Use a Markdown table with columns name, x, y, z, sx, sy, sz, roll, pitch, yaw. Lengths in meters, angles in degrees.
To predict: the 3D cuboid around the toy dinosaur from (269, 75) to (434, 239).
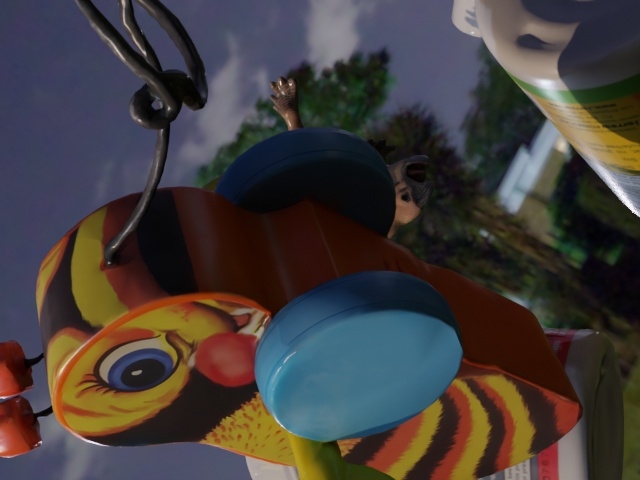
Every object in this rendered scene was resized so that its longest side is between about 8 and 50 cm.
| name | x | y | z | sx | sy | sz | roll | pitch | yaw |
| --- | --- | --- | --- | --- | --- | --- | --- | --- | --- |
| toy dinosaur | 0.000 | 0.000 | 1.036 | 0.295 | 0.127 | 0.200 | 105 | 171 | -48 |

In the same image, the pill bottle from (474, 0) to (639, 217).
| name | x | y | z | sx | sy | sz | roll | pitch | yaw |
| --- | --- | --- | --- | --- | --- | --- | --- | --- | --- |
| pill bottle | 0.199 | -0.084 | 0.645 | 0.246 | 0.136 | 0.136 | 37 | -98 | -44 |

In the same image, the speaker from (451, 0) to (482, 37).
| name | x | y | z | sx | sy | sz | roll | pitch | yaw |
| --- | --- | --- | --- | --- | --- | --- | --- | --- | --- |
| speaker | 0.143 | -0.237 | 0.987 | 0.055 | 0.055 | 0.136 | -47 | -27 | -38 |

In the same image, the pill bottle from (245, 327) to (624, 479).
| name | x | y | z | sx | sy | sz | roll | pitch | yaw |
| --- | --- | --- | --- | --- | --- | --- | --- | --- | --- |
| pill bottle | 0.057 | 0.097 | 0.615 | 0.108 | 0.180 | 0.108 | -1 | -90 | -67 |

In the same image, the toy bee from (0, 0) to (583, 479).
| name | x | y | z | sx | sy | sz | roll | pitch | yaw |
| --- | --- | --- | --- | --- | --- | --- | --- | --- | --- |
| toy bee | -0.038 | 0.026 | 0.440 | 0.162 | 0.298 | 0.195 | -35 | 26 | 17 |
